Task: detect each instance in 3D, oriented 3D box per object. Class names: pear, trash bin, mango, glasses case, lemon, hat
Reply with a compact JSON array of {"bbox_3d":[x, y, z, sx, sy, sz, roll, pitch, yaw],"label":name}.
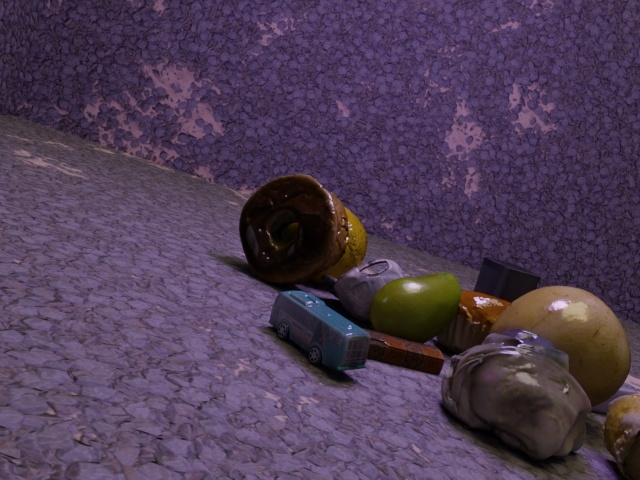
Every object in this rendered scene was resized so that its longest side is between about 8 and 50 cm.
[{"bbox_3d":[0.550,0.255,1.547,0.309,0.309,0.309,19,9,-3],"label":"pear"},{"bbox_3d":[0.572,0.191,2.123,0.164,0.240,0.122,15,9,-31],"label":"trash bin"},{"bbox_3d":[0.240,0.175,1.651,0.273,0.185,0.149,-4,29,-41],"label":"mango"},{"bbox_3d":[0.737,0.404,1.699,0.197,0.076,0.049,14,12,-26],"label":"glasses case"},{"bbox_3d":[0.174,0.252,1.529,0.218,0.049,0.075,16,9,-17],"label":"glasses case"},{"bbox_3d":[0.000,0.000,2.046,0.310,0.257,0.258,28,12,27],"label":"lemon"},{"bbox_3d":[0.126,0.144,1.812,0.232,0.161,0.275,-4,-9,-17],"label":"hat"}]

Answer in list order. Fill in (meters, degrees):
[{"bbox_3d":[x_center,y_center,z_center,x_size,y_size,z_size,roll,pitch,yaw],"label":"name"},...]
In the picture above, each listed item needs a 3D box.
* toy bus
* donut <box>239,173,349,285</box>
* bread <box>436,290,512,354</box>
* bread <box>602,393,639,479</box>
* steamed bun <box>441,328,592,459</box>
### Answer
[{"bbox_3d":[-0.006,0.187,1.377,0.091,0.109,0.262,4,16,-40],"label":"toy bus"},{"bbox_3d":[-0.070,-0.021,1.864,0.330,0.330,0.160,25,-1,36],"label":"donut"},{"bbox_3d":[0.504,0.249,1.815,0.389,0.183,0.236,14,7,-27],"label":"bread"},{"bbox_3d":[0.643,0.392,1.269,0.197,0.197,0.170,22,20,16],"label":"bread"},{"bbox_3d":[0.401,0.282,1.320,0.268,0.207,0.280,26,9,41],"label":"steamed bun"}]
